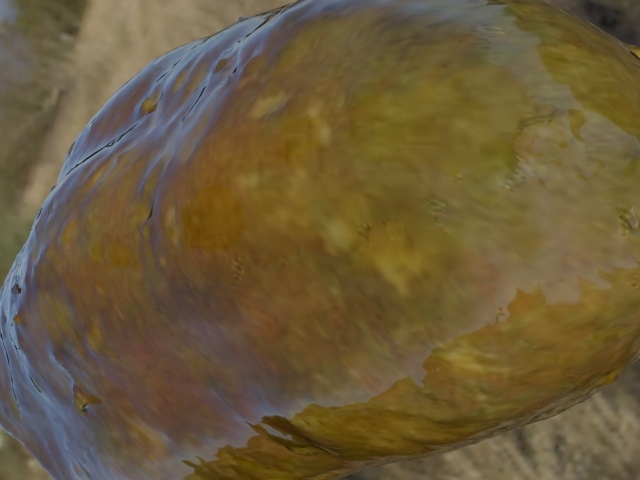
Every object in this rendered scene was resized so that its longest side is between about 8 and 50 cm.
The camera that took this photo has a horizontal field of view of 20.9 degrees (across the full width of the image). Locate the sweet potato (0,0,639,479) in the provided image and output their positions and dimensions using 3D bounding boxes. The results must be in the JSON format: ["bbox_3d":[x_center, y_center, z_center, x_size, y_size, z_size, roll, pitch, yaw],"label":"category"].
[{"bbox_3d":[0.000,0.000,0.522,0.370,0.158,0.158,-30,46,59],"label":"sweet potato"}]
